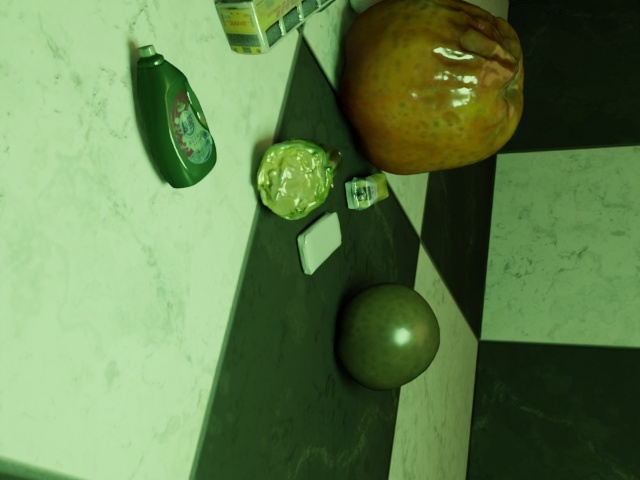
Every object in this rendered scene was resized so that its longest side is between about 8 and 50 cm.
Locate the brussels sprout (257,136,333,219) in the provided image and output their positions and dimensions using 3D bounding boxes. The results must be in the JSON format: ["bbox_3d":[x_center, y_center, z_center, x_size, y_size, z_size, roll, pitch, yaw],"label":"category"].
[{"bbox_3d":[-0.052,-0.123,1.376,0.149,0.151,0.122,58,0,-8],"label":"brussels sprout"}]

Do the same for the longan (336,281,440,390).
[{"bbox_3d":[0.158,0.229,1.700,0.258,0.257,0.258,-1,90,-65],"label":"longan"}]

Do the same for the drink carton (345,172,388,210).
[{"bbox_3d":[0.109,-0.121,1.781,0.200,0.074,0.084,-27,113,-62],"label":"drink carton"}]

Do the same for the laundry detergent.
[{"bbox_3d":[-0.223,-0.196,1.076,0.137,0.062,0.211,-58,138,-53],"label":"laundry detergent"}]

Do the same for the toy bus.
[{"bbox_3d":[-0.054,-0.478,1.330,0.342,0.097,0.138,-50,135,-38],"label":"toy bus"}]

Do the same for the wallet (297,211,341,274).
[{"bbox_3d":[0.000,0.000,1.591,0.190,0.033,0.095,-45,131,-56],"label":"wallet"}]

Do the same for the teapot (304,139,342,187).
[{"bbox_3d":[-0.004,-0.169,1.545,0.121,0.076,0.068,51,47,-14],"label":"teapot"}]

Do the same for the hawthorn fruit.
[{"bbox_3d":[0.277,-0.391,1.738,0.471,0.471,0.472,-1,90,-65],"label":"hawthorn fruit"}]

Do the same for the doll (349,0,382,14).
[{"bbox_3d":[0.107,-0.713,1.772,0.160,0.094,0.365,-60,141,-53],"label":"doll"}]
